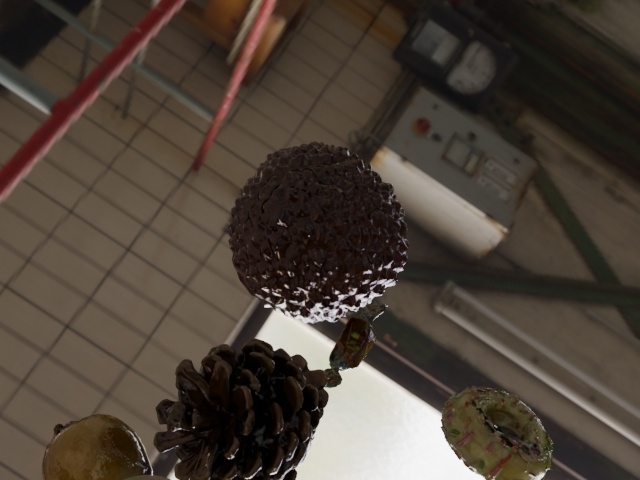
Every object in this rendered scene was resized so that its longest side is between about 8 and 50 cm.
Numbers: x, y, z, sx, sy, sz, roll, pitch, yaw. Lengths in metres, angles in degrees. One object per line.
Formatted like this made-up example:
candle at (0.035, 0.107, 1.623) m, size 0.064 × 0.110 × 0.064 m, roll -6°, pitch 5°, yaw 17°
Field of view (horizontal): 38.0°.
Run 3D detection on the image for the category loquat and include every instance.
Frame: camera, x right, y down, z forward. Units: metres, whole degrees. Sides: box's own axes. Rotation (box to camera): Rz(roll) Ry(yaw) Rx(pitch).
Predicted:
loquat at (-0.296, 0.304, 1.227) m, size 0.137 × 0.163 × 0.163 m, roll -32°, pitch 178°, yaw -11°

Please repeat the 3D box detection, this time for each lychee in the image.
lychee at (0.000, 0.000, 1.339) m, size 0.264 × 0.264 × 0.300 m, roll -59°, pitch 144°, yaw -48°

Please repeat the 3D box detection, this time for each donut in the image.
donut at (0.250, 0.270, 1.300) m, size 0.068 × 0.175 × 0.174 m, roll -57°, pitch -178°, yaw 26°

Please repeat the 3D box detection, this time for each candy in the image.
candy at (0.052, 0.152, 1.422) m, size 0.182 × 0.053 × 0.046 m, roll -54°, pitch 149°, yaw -34°

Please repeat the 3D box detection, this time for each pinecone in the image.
pinecone at (-0.088, 0.198, 1.025) m, size 0.212 × 0.169 × 0.185 m, roll 48°, pitch 49°, yaw -68°

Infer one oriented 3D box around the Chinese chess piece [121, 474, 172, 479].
Chinese chess piece at (-0.209, 0.321, 1.064) m, size 0.122 × 0.122 × 0.051 m, roll -62°, pitch 147°, yaw -63°
